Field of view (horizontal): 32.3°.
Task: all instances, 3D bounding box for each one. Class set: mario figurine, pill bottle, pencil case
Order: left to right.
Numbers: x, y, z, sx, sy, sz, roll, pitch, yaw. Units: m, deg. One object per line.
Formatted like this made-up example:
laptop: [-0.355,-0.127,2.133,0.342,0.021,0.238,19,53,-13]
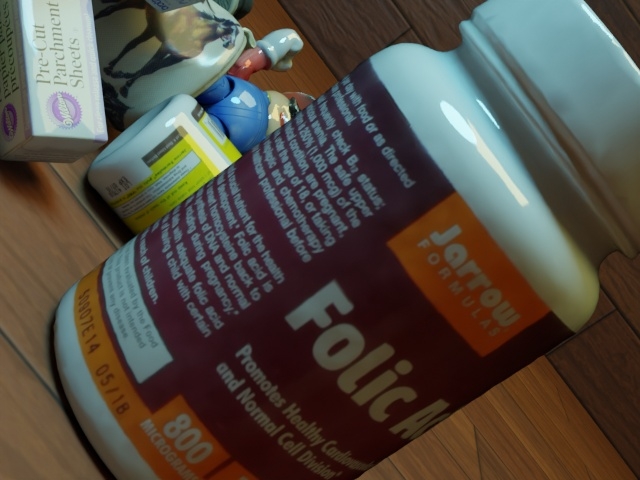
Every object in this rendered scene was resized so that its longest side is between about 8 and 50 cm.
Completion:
pencil case: [-0.242,-0.285,1.007,0.410,0.183,0.160,49,-15,-20]
pill bottle: [-0.095,-0.015,0.975,0.215,0.117,0.117,51,12,-16]
mario figurine: [-0.070,-0.149,1.299,0.170,0.198,0.320,39,11,19]
pill bottle: [0.039,0.014,0.734,0.224,0.392,0.224,50,12,-15]

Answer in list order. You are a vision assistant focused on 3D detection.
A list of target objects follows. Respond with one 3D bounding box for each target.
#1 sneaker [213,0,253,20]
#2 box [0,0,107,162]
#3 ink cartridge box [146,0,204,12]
sneaker: [-0.187,-0.259,1.190,0.118,0.222,0.083,-32,131,-80]
box: [-0.222,-0.222,0.852,0.067,0.063,0.323,1,76,-39]
ink cartridge box: [-0.156,-0.263,0.870,0.207,0.046,0.097,29,51,-70]
